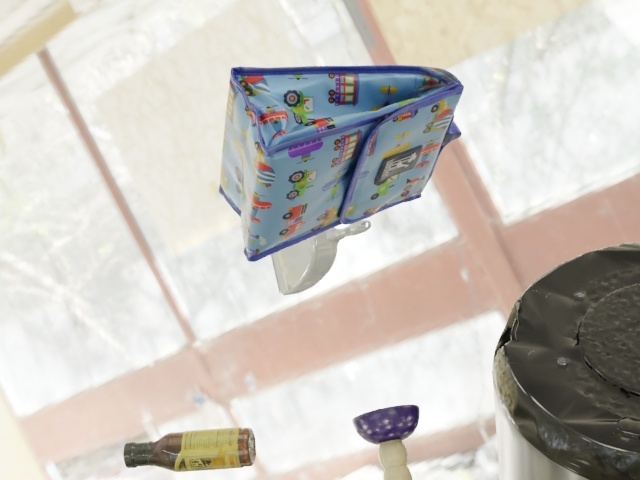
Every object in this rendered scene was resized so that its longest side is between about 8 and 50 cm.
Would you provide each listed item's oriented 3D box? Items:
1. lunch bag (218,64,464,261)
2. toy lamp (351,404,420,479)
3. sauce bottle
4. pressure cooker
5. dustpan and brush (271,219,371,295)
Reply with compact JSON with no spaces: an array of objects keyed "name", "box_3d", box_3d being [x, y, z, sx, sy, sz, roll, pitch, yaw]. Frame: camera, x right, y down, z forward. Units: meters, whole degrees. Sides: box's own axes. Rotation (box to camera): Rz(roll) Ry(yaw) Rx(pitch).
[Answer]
[{"name":"lunch bag","box_3d":[0.036,-0.116,1.447,0.293,0.138,0.221,-13,-33,-18]},{"name":"toy lamp","box_3d":[0.087,0.303,1.134,0.080,0.274,0.080,-10,-20,-3]},{"name":"sauce bottle","box_3d":[-0.129,0.207,1.146,0.128,0.042,0.042,-6,7,9]},{"name":"pressure cooker","box_3d":[0.379,0.255,1.266,0.370,0.420,0.375,-1,35,10]},{"name":"dustpan and brush","box_3d":[0.000,0.000,1.953,0.060,0.147,0.211,-6,-11,-39]}]
